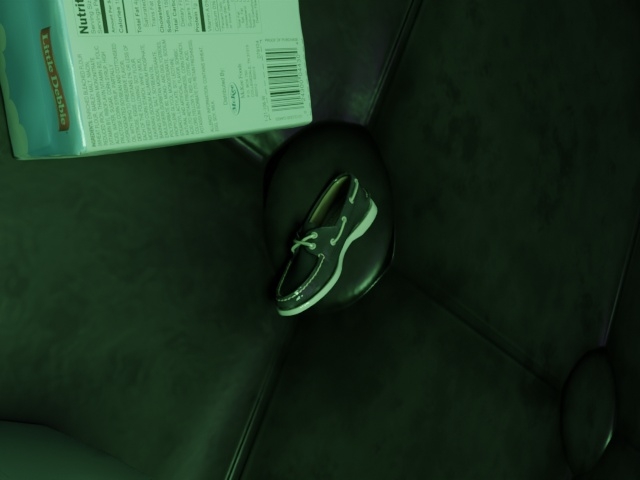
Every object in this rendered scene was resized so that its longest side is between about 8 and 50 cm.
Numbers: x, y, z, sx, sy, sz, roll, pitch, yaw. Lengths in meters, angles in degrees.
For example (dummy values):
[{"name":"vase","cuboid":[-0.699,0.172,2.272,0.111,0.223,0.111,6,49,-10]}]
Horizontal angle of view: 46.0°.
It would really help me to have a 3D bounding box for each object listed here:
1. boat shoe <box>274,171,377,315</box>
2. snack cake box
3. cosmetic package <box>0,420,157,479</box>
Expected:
[{"name":"boat shoe","cuboid":[0.000,0.000,0.544,0.125,0.046,0.038,-52,126,-32]},{"name":"snack cake box","cuboid":[-0.101,-0.183,0.404,0.152,0.089,0.264,-15,103,-41]},{"name":"cosmetic package","cuboid":[-0.181,0.153,0.302,0.183,0.151,0.151,22,78,-42]}]
